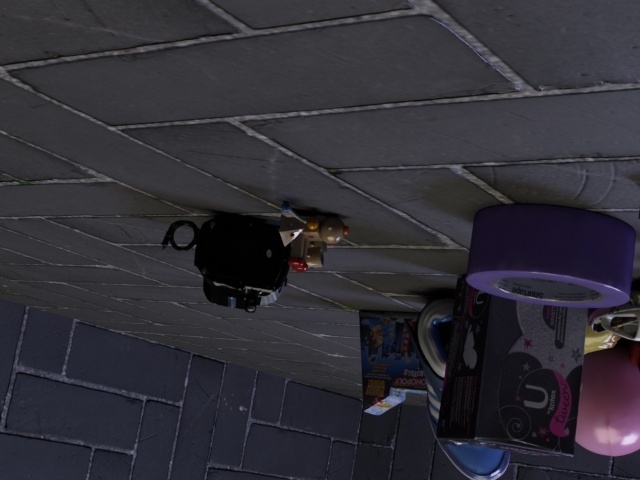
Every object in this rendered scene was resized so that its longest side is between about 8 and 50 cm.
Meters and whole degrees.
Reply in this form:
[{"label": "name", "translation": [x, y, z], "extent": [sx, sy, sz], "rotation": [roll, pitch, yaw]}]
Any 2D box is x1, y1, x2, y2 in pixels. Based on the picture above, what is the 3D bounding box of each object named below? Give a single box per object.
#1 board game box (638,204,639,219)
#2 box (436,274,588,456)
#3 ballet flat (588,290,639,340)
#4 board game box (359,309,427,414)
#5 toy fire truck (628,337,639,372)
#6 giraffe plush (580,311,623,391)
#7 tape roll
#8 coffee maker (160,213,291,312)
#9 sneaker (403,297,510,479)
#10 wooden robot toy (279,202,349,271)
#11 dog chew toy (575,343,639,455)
[{"label": "board game box", "translation": [0.437, -0.018, 1.116], "extent": [0.201, 0.035, 0.136], "rotation": [16, 166, -29]}, {"label": "box", "translation": [0.282, 0.179, 1.636], "extent": [0.163, 0.247, 0.142], "rotation": [12, 169, -15]}, {"label": "ballet flat", "translation": [0.447, 0.098, 1.542], "extent": [0.077, 0.079, 0.221], "rotation": [15, 166, -23]}, {"label": "board game box", "translation": [0.151, 0.234, 2.117], "extent": [0.194, 0.194, 0.060], "rotation": [1, 165, 37]}, {"label": "toy fire truck", "translation": [0.668, 0.224, 1.845], "extent": [0.302, 0.169, 0.254], "rotation": [8, -168, 9]}, {"label": "giraffe plush", "translation": [0.371, 0.194, 1.820], "extent": [0.210, 0.170, 0.181], "rotation": [8, 168, 6]}, {"label": "tape roll", "translation": [0.269, 0.021, 1.319], "extent": [0.189, 0.080, 0.189], "rotation": [8, 168, 2]}, {"label": "coffee maker", "translation": [-0.127, 0.025, 1.606], "extent": [0.171, 0.120, 0.178], "rotation": [33, 166, 2]}, {"label": "sneaker", "translation": [0.235, 0.252, 1.862], "extent": [0.130, 0.322, 0.236], "rotation": [-15, 173, 2]}, {"label": "wooden robot toy", "translation": [0.000, 0.000, 1.460], "extent": [0.079, 0.076, 0.173], "rotation": [-5, 166, 11]}, {"label": "dog chew toy", "translation": [0.610, 0.286, 2.043], "extent": [0.332, 0.206, 0.206], "rotation": [-3, 165, 16]}]
